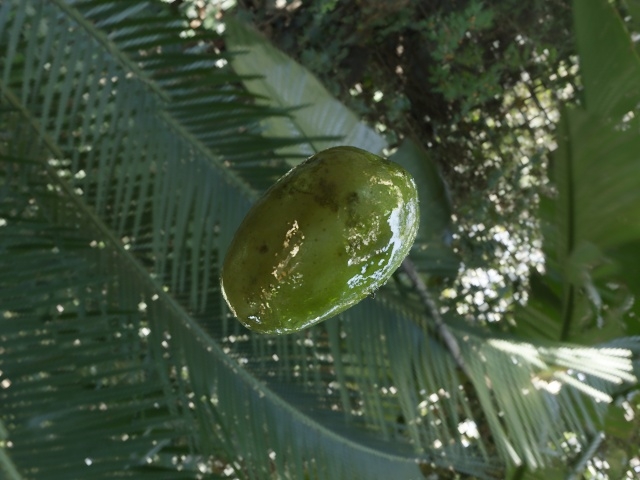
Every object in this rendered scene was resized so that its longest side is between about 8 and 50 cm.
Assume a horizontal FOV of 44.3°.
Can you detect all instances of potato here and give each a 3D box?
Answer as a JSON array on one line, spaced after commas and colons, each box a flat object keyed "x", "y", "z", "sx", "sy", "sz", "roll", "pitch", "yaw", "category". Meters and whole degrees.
[{"x": -0.001, "y": -0.002, "z": 1.078, "sx": 0.304, "sy": 0.216, "sz": 0.216, "roll": -32, "pitch": -166, "yaw": 4, "category": "potato"}]
